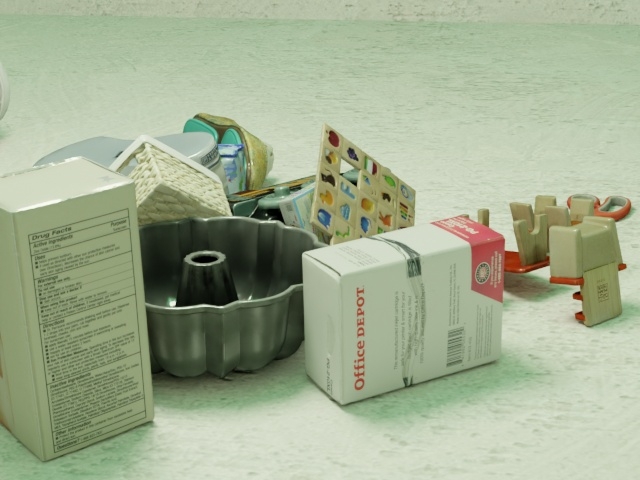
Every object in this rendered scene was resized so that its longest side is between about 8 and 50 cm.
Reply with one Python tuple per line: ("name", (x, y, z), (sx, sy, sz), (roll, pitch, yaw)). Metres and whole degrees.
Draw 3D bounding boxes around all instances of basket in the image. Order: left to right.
("basket", (-0.219, -0.055, 1.767), (0.167, 0.113, 0.103), (28, 23, -45))

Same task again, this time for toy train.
("toy train", (-0.025, -0.040, 1.907), (0.334, 0.142, 0.190), (-19, 17, -40))

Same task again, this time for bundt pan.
("bundt pan", (-0.148, 0.078, 1.598), (0.331, 0.124, 0.331), (0, 20, 0))

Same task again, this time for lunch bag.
("lunch bag", (-0.202, -0.093, 2.050), (0.151, 0.128, 0.096), (0, 16, 7))

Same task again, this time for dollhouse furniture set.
("dollhouse furniture set", (0.299, 0.032, 1.748), (0.262, 0.135, 0.259), (-15, 13, -33))

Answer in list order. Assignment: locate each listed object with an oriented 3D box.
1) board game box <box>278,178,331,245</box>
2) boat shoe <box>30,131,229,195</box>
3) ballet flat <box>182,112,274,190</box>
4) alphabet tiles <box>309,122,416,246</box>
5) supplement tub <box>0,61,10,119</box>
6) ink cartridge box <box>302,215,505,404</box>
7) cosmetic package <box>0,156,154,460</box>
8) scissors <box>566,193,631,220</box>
("board game box", (0.000, 0.000, 1.756), (0.026, 0.154, 0.103), (-11, 12, 35))
("boat shoe", (-0.302, -0.081, 1.997), (0.367, 0.156, 0.136), (-3, 32, 27))
("ballet flat", (-0.150, -0.159, 2.263), (0.123, 0.123, 0.348), (-10, 22, -22))
("alphabet tiles", (0.065, -0.035, 1.790), (0.009, 0.198, 0.237), (-31, 37, 37))
("supplement tub", (-0.780, -0.268, 2.397), (0.235, 0.235, 0.325), (7, 22, 20))
("ink cartridge box", (0.101, 0.082, 1.505), (0.237, 0.171, 0.100), (-12, 24, -27))
("cosmetic package", (-0.287, 0.072, 1.373), (0.153, 0.296, 0.129), (-16, 26, -35))
("scissors", (0.421, -0.029, 1.999), (0.109, 0.021, 0.297), (12, 22, 26))
